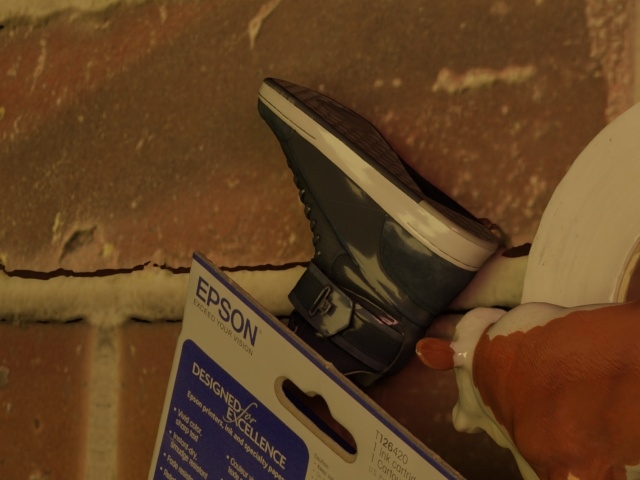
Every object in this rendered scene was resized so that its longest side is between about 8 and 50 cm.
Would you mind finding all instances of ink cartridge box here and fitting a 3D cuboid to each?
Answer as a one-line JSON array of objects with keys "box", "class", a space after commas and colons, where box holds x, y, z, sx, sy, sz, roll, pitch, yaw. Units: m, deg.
[{"box": [-0.004, 0.205, 1.294, 0.303, 0.072, 0.307, 39, 125, 39], "class": "ink cartridge box"}]

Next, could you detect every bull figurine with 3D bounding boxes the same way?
[{"box": [0.184, 0.101, 1.033, 0.310, 0.101, 0.188, -21, 76, 41], "class": "bull figurine"}]

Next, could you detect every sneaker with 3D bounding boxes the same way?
[{"box": [-0.001, 0.000, 1.347, 0.226, 0.086, 0.163, 45, 112, 34], "class": "sneaker"}]

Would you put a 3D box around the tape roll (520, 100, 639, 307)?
[{"box": [0.256, 0.048, 1.105, 0.286, 0.100, 0.286, -6, 81, 41], "class": "tape roll"}]
